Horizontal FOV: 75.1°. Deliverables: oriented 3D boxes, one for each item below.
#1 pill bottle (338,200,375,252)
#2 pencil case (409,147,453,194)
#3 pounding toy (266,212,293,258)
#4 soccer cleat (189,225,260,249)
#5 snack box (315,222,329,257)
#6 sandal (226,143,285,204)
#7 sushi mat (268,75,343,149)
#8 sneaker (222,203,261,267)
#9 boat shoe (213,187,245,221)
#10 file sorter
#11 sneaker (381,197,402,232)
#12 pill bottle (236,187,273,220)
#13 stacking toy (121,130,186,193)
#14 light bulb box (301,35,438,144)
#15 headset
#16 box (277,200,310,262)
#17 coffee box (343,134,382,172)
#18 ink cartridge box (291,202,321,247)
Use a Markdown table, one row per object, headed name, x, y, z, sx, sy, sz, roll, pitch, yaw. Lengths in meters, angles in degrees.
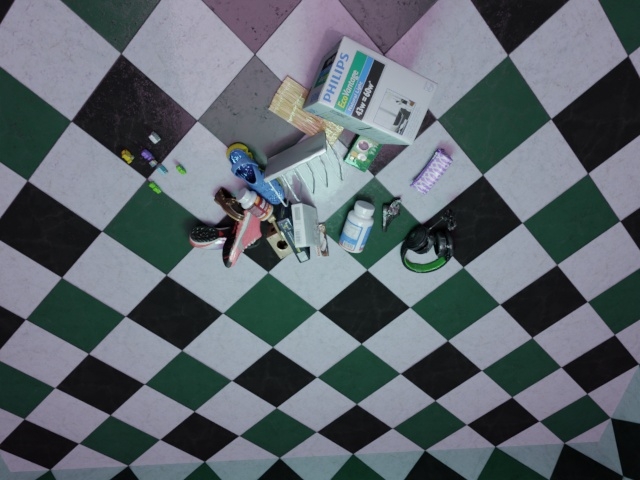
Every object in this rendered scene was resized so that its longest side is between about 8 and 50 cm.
| name | x | y | z | sx | sy | sz | roll | pitch | yaw |
| --- | --- | --- | --- | --- | --- | --- | --- | --- | --- |
| pill bottle | 0.172 | -0.065 | 1.918 | 0.124 | 0.124 | 0.222 | 13 | 117 | -11 |
| pencil case | 0.489 | -0.301 | 1.829 | 0.088 | 0.086 | 0.206 | 20 | 116 | -29 |
| pounding toy | -0.201 | -0.024 | 1.881 | 0.094 | 0.181 | 0.206 | -26 | 118 | 11 |
| soccer cleat | -0.443 | -0.004 | 1.935 | 0.318 | 0.109 | 0.116 | 2 | 157 | -19 |
| snack box | 0.000 | 0.000 | 2.000 | 0.064 | 0.022 | 0.178 | -8 | 120 | 2 |
| sandal | -0.278 | -0.262 | 1.771 | 0.126 | 0.138 | 0.317 | -41 | 116 | 16 |
| sushi mat | -0.045 | -0.518 | 1.709 | 0.316 | 0.019 | 0.151 | 30 | 114 | -18 |
| sneaker | -0.329 | -0.016 | 1.849 | 0.136 | 0.116 | 0.314 | 26 | 75 | -29 |
| boat shoe | -0.389 | -0.158 | 1.795 | 0.073 | 0.207 | 0.073 | 14 | 112 | -56 |
| file sorter | -0.068 | -0.289 | 1.728 | 0.277 | 0.193 | 0.173 | -23 | 122 | 15 |
| sneaker | 0.332 | -0.115 | 1.943 | 0.089 | 0.051 | 0.170 | -2 | 116 | 3 |
| pill bottle | -0.284 | -0.157 | 1.793 | 0.086 | 0.086 | 0.152 | -40 | 129 | 17 |
| stacking toy | -0.696 | -0.327 | 1.756 | 0.167 | 0.052 | 0.221 | -29 | 119 | 14 |
| light bulb box | 0.158 | -0.518 | 1.512 | 0.360 | 0.358 | 0.225 | 20 | 98 | -15 |
| headset | 0.529 | 0.022 | 1.958 | 0.243 | 0.185 | 0.394 | 9 | 129 | -9 |
| box | -0.116 | -0.040 | 1.877 | 0.059 | 0.183 | 0.233 | -22 | 118 | 9 |
| coffee box | 0.191 | -0.395 | 1.782 | 0.113 | 0.040 | 0.184 | 25 | 115 | -16 |
| ink cartridge box | -0.060 | -0.062 | 1.823 | 0.056 | 0.224 | 0.181 | -7 | 87 | 14 |
